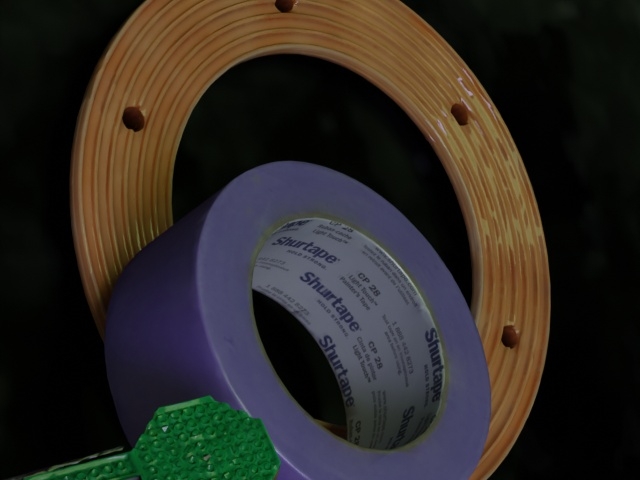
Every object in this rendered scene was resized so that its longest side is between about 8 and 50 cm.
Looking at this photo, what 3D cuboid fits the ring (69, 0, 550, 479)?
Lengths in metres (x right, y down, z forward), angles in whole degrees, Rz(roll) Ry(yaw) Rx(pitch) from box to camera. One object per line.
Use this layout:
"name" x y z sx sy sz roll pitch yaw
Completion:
"ring" 0.000 0.000 1.117 0.336 0.032 0.337 15 65 -36

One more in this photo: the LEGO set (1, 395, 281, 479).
"LEGO set" -0.132 0.229 0.827 0.331 0.192 0.255 -21 57 -25

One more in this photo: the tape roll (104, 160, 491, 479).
"tape roll" -0.009 0.061 0.989 0.189 0.080 0.189 25 47 -31
